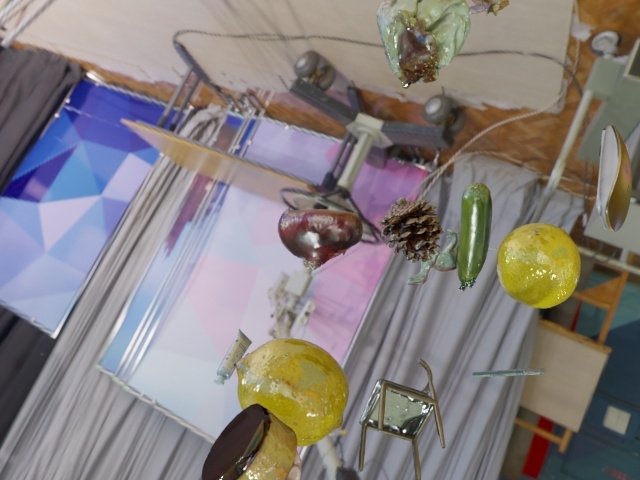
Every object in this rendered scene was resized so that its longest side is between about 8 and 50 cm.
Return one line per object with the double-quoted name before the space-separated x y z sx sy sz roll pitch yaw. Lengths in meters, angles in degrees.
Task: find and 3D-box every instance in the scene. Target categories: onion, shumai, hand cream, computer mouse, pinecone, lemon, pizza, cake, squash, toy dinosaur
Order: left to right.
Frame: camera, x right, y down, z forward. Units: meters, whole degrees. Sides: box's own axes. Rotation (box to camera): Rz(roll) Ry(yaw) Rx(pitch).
"hand cream" -0.251 0.337 1.646 0.043 0.171 0.065 -17 123 38
"cake" -0.115 0.450 1.143 0.178 0.185 0.207 43 169 -10
"lemon" -0.073 0.373 1.450 0.310 0.258 0.258 29 169 -11
"onion" 0.000 0.000 1.779 0.271 0.195 0.272 3 165 1
"shumai" 0.151 -0.359 1.002 0.184 0.184 0.142 19 -156 29
"pinecone" 0.229 -0.025 1.436 0.173 0.174 0.173 24 169 5
"toy dinosaur" 0.366 0.052 1.594 0.242 0.168 0.053 6 -170 -15
"squash" 0.397 -0.004 1.501 0.087 0.087 0.332 19 128 31
"pizza" 0.465 -0.747 1.680 0.228 0.081 0.290 33 -162 -45
"lemon" 0.482 0.059 1.283 0.178 0.178 0.203 16 132 39
"computer mouse" 0.796 -0.172 1.554 0.071 0.311 0.158 -4 142 36

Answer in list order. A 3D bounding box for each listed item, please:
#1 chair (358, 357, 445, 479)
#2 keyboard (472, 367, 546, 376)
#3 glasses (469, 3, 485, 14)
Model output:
"chair" 0.194 0.429 1.424 0.166 0.188 0.272 17 -148 -1
"keyboard" 0.390 0.275 1.205 0.055 0.014 0.176 4 165 -19
"glasses" 0.364 -0.666 1.628 0.162 0.255 0.095 29 134 37
